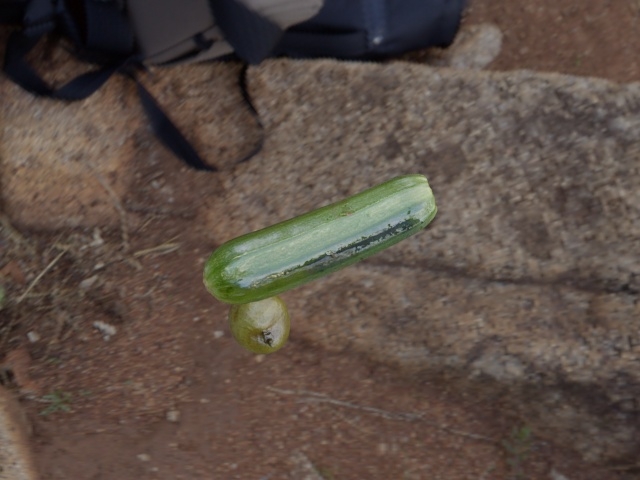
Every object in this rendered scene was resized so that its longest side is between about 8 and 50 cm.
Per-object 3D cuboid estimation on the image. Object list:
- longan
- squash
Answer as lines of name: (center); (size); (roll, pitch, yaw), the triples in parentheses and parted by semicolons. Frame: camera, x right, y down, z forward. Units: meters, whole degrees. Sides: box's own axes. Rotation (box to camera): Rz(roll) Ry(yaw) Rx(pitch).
longan: (-0.065, 0.091, 1.372); (0.075, 0.083, 0.075); (-9, 119, -16)
squash: (0.000, 0.000, 1.156); (0.229, 0.066, 0.066); (-22, 90, -5)
